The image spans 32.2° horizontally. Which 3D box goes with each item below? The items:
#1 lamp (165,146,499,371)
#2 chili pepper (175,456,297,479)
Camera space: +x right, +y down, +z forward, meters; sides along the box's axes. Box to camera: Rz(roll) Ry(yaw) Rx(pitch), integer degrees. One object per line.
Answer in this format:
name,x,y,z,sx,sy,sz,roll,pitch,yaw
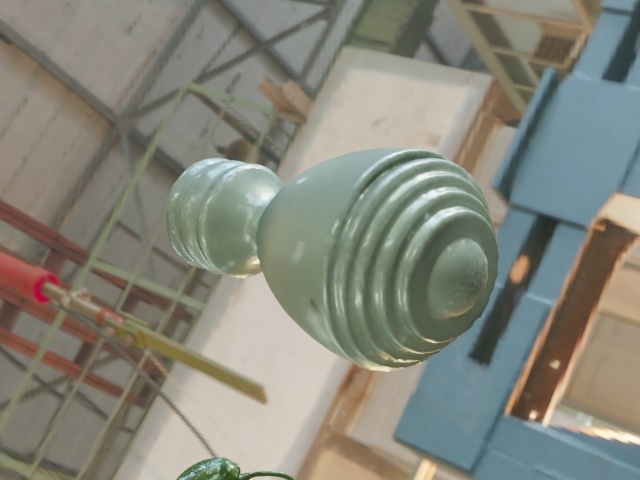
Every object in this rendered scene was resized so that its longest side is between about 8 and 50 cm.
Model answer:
lamp,0.000,0.000,0.545,0.106,0.193,0.106,-14,-69,-43
chili pepper,-0.128,0.273,1.171,0.204,0.072,0.073,-26,-79,-19
